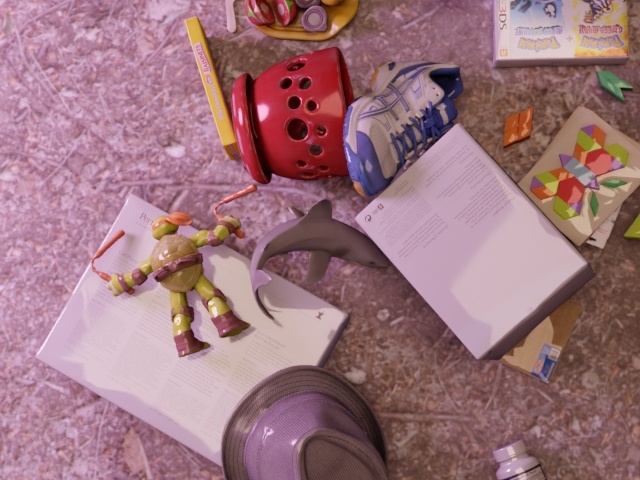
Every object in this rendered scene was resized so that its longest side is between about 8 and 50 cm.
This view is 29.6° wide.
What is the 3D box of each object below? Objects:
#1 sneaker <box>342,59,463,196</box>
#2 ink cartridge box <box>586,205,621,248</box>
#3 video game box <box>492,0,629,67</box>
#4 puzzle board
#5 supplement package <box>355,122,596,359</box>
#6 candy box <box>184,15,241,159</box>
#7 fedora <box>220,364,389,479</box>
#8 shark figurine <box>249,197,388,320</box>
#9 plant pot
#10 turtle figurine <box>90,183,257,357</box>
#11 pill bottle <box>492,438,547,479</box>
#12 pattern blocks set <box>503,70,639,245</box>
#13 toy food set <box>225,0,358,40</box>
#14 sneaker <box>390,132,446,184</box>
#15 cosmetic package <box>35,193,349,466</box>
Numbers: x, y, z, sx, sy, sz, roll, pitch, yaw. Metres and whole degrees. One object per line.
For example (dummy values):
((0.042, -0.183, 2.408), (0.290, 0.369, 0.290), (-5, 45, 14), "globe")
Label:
((0.123, -0.176, 1.729), (0.131, 0.112, 0.296), (-3, 39, 24), "sneaker")
((0.418, -0.032, 1.821), (0.048, 0.028, 0.083), (23, 85, 9), "ink cartridge box")
((0.366, -0.363, 1.860), (0.205, 0.048, 0.187), (-1, 84, 4), "video game box")
((0.323, 0.138, 1.816), (0.096, 0.011, 0.128), (24, 85, 5), "puzzle board")
((0.225, 0.009, 1.718), (0.199, 0.198, 0.262), (-43, 75, 8), "supplement package")
((-0.163, -0.231, 1.850), (0.027, 0.105, 0.206), (-18, 82, 2), "candy box")
((0.001, 0.322, 1.701), (0.244, 0.124, 0.275), (-33, 110, -18), "fedora")
((-0.026, -0.007, 1.754), (0.166, 0.278, 0.116), (50, 131, 20), "shark figurine")
((-0.035, -0.179, 1.793), (0.174, 0.191, 0.191), (-10, 82, 5), "plant pot")
((-0.184, 0.043, 1.731), (0.269, 0.087, 0.217), (-25, 81, -1), "turtle figurine")
((0.296, 0.354, 1.760), (0.067, 0.067, 0.120), (-23, 81, 1), "pill bottle")
((0.390, -0.097, 1.809), (0.285, 0.026, 0.325), (28, 86, 17), "pattern blocks set")
((-0.051, -0.382, 1.879), (0.218, 0.071, 0.128), (2, 83, 5), "toy food set")
((0.138, -0.157, 1.844), (0.076, 0.065, 0.166), (32, 81, 16), "sneaker")
((-0.187, 0.144, 1.807), (0.377, 0.097, 0.284), (29, 87, 7), "cosmetic package")
